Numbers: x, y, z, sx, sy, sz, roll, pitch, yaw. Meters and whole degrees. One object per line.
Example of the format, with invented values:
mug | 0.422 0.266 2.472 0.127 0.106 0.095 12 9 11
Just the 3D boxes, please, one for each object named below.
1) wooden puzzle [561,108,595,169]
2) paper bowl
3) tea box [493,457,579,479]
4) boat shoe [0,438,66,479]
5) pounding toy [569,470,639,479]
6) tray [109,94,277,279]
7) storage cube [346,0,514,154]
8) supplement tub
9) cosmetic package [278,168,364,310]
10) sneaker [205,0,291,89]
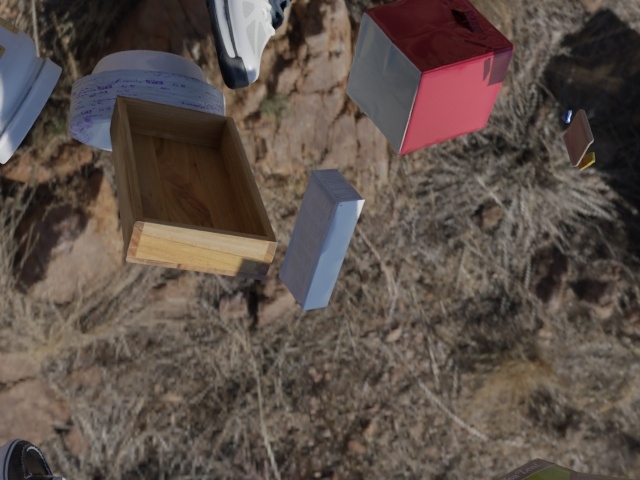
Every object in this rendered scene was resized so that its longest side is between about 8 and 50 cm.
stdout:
wooden puzzle | 0.421 -0.166 1.598 0.014 0.116 0.078 -1 157 -13
paper bowl | -0.318 -0.255 1.816 0.284 0.284 0.148 2 82 -10
tea box | 0.349 0.515 1.465 0.329 0.323 0.220 -14 107 -37
boat shoe | -0.364 0.363 1.309 0.102 0.301 0.108 -40 127 6
pounding toy | 0.328 0.379 1.138 0.094 0.206 0.181 18 165 -31
tray | -0.209 -0.090 1.516 0.202 0.411 0.076 9 120 -21
storage cube | 0.182 -0.294 1.690 0.193 0.184 0.215 -20 146 -25
supplement tub | -0.610 -0.287 1.603 0.316 0.228 0.228 32 116 -22
cosmetic package | 0.000 0.000 1.723 0.060 0.099 0.239 -5 130 -31
sneaker | -0.069 -0.471 1.738 0.257 0.448 0.169 -4 152 1
